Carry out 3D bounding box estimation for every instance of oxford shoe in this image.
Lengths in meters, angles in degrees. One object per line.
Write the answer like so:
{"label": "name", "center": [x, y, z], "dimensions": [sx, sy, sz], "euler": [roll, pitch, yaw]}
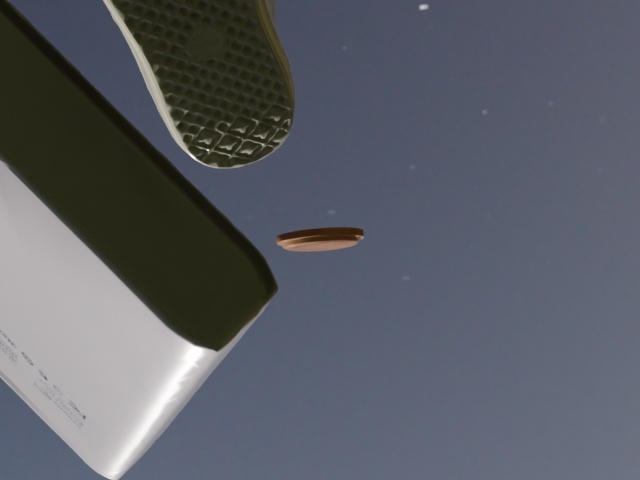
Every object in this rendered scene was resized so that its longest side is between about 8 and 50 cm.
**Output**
{"label": "oxford shoe", "center": [-0.114, -0.247, 0.889], "dimensions": [0.449, 0.169, 0.130], "euler": [79, 173, -51]}

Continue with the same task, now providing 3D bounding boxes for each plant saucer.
{"label": "plant saucer", "center": [0.000, 0.000, 1.026], "dimensions": [0.083, 0.083, 0.013], "euler": [6, -103, -53]}

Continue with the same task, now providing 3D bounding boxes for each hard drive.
{"label": "hard drive", "center": [-0.154, 0.004, 0.543], "dimensions": [0.233, 0.353, 0.047], "euler": [44, -115, 2]}
